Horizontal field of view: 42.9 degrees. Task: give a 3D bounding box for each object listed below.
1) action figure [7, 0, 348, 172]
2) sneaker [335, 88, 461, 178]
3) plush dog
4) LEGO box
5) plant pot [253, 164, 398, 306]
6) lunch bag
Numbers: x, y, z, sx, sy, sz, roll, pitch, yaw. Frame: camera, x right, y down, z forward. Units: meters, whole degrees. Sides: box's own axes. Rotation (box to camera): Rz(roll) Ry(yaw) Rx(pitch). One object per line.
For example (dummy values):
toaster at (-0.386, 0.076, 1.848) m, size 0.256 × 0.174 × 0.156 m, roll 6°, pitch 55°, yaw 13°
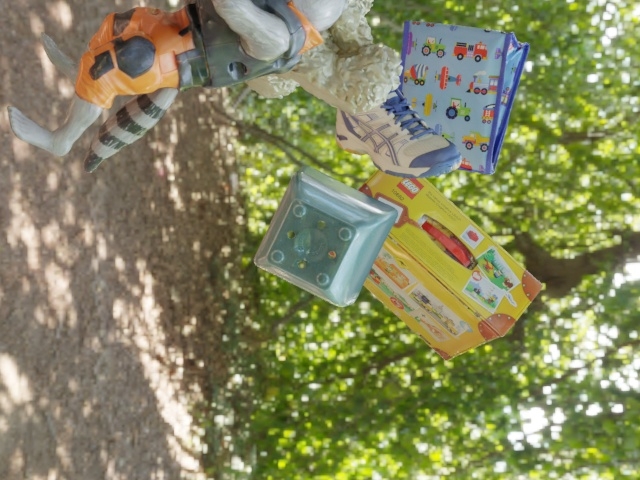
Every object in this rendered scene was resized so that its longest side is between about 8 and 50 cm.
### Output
action figure at (-0.127, -0.214, 0.844) m, size 0.341 × 0.330 × 0.178 m, roll -94°, pitch 164°, yaw -67°
sneaker at (0.125, -0.202, 1.437) m, size 0.296 × 0.112 × 0.131 m, roll 27°, pitch -51°, yaw 44°
plush dog at (-0.010, -0.306, 1.014) m, size 0.211 × 0.262 × 0.225 m, roll 37°, pitch 78°, yaw -43°
LEGO box at (0.271, 0.059, 2.156) m, size 0.193 × 0.500 × 0.372 m, roll -46°, pitch 177°, yaw -22°
plant pot at (0.000, 0.000, 1.735) m, size 0.247 × 0.247 × 0.252 m, roll -64°, pitch 175°, yaw 8°
lunch bag at (0.262, -0.270, 1.622) m, size 0.138 × 0.221 × 0.293 m, roll -3°, pitch 106°, yaw -61°
